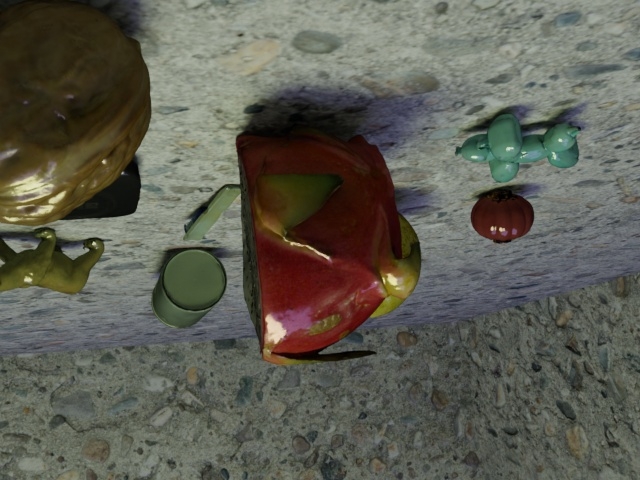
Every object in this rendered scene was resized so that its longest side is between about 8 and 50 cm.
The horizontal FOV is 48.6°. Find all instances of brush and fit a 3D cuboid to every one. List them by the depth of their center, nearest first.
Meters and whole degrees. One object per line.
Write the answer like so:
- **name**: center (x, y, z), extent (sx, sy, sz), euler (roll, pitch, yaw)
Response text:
- **brush**: center (-0.167, -0.047, 1.092), extent (0.033, 0.030, 0.178), euler (9, 150, -30)

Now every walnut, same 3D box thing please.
- **walnut**: center (-0.212, -0.101, 0.552), extent (0.184, 0.155, 0.155), euler (-49, 178, -18)

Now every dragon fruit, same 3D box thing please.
- **dragon fruit**: center (0.000, 0.000, 0.862), extent (0.189, 0.291, 0.290), euler (-6, 167, -11)

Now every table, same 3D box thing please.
- **table**: center (-0.269, 0.101, 1.433), extent (0.126, 0.126, 0.220), euler (-3, 166, -19)

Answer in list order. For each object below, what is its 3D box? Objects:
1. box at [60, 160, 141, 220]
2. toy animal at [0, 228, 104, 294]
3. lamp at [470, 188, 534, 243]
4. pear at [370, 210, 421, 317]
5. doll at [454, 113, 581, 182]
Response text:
- **box**: center (-0.331, -0.061, 0.906), extent (0.201, 0.042, 0.212), euler (-4, 167, -20)
- **toy animal**: center (-0.453, 0.042, 1.140), extent (0.103, 0.101, 0.218), euler (-12, 166, 24)
- **lamp**: center (0.315, -0.041, 1.229), extent (0.107, 0.092, 0.107), euler (-5, -159, 2)
- **pear**: center (0.076, 0.022, 1.184), extent (0.197, 0.197, 0.197), euler (-7, 167, -2)
- **doll**: center (0.259, -0.123, 0.930), extent (0.159, 0.059, 0.158), euler (-9, 168, 15)
